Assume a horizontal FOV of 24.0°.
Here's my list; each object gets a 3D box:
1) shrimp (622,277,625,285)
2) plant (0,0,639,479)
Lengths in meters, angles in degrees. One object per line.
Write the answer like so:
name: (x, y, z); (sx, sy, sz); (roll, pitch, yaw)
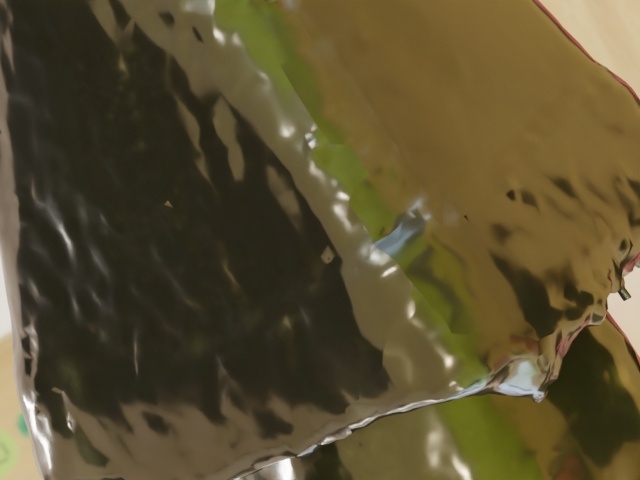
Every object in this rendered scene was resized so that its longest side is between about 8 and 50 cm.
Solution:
shrimp: (0.277, -0.006, 1.261); (0.058, 0.173, 0.253); (64, -176, 34)
plant: (0.000, 0.000, 0.400); (0.164, 0.142, 0.256); (-23, 103, 38)
